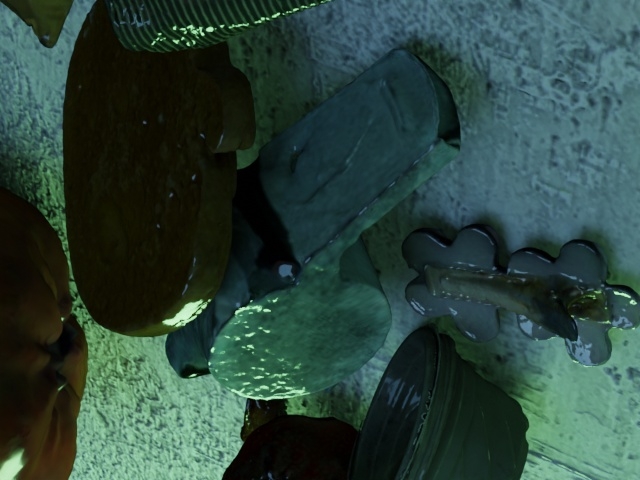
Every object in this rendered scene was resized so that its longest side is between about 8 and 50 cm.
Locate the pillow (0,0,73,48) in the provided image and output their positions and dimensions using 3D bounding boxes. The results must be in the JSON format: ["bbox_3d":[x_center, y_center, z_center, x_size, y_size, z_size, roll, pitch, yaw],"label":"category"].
[{"bbox_3d":[-0.292,-0.390,1.636,0.310,0.119,0.312,36,110,-4],"label":"pillow"}]

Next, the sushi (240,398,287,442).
[{"bbox_3d":[-0.063,0.202,2.063,0.055,0.052,0.120,14,131,5],"label":"sushi"}]

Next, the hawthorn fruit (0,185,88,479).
[{"bbox_3d":[-0.492,0.145,2.058,0.472,0.472,0.471,21,134,23],"label":"hawthorn fruit"}]

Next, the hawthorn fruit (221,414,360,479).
[{"bbox_3d":[-0.010,0.289,2.010,0.181,0.181,0.235,17,170,26],"label":"hawthorn fruit"}]

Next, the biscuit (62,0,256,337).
[{"bbox_3d":[-0.155,-0.092,1.730,0.314,0.063,0.367,-20,69,49],"label":"biscuit"}]

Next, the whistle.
[{"bbox_3d":[-0.020,-0.011,1.716,0.404,0.188,0.168,114,147,-42],"label":"whistle"}]

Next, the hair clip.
[{"bbox_3d":[0.191,0.053,1.734,0.257,0.075,0.146,14,135,37],"label":"hair clip"}]

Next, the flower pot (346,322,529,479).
[{"bbox_3d":[0.126,0.215,1.830,0.141,0.235,0.235,22,139,-9],"label":"flower pot"}]

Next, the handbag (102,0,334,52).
[{"bbox_3d":[-0.063,-0.333,1.462,0.240,0.247,0.340,-3,116,24],"label":"handbag"}]

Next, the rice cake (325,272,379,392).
[{"bbox_3d":[0.025,0.098,1.916,0.030,0.042,0.180,33,137,15],"label":"rice cake"}]
